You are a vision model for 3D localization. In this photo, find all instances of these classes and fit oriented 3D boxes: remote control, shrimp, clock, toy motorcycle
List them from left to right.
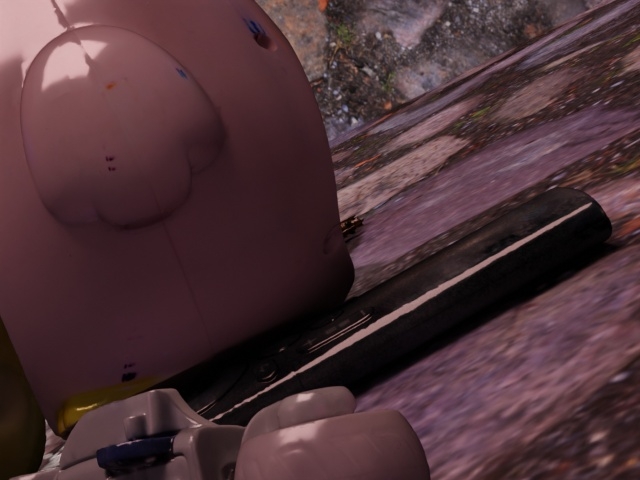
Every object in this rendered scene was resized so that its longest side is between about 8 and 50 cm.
[{"bbox_3d":[-0.138,-0.070,0.934,0.250,0.377,0.368,-23,-12,-11],"label":"clock"},{"bbox_3d":[-0.051,0.117,0.550,0.254,0.112,0.112,-22,10,40],"label":"toy motorcycle"},{"bbox_3d":[0.000,0.000,1.444,0.114,0.023,0.083,-31,4,12],"label":"shrimp"},{"bbox_3d":[0.002,0.072,0.819,0.377,0.044,0.107,-29,2,-4],"label":"remote control"}]

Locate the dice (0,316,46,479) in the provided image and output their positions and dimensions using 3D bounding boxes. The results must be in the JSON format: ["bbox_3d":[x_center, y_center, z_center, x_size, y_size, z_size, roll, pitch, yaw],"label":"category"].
[{"bbox_3d":[-0.370,0.145,0.998,0.233,0.227,0.238,-20,11,48],"label":"dice"}]
